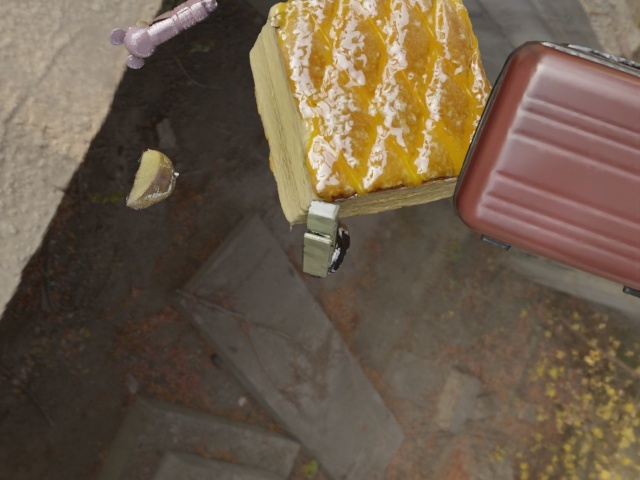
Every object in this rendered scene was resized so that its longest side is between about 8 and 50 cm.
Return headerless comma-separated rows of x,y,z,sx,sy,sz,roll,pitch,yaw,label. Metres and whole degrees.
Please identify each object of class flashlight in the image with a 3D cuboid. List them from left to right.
-0.154,-0.216,0.775,0.110,0.031,0.052,-29,141,2,flashlight

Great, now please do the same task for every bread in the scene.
0.070,-0.179,1.055,0.279,0.207,0.279,-14,83,-17,bread

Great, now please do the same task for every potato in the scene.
-0.377,-0.131,1.813,0.101,0.089,0.172,56,31,-42,potato

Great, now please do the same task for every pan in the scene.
0.020,-0.033,1.394,0.040,0.115,0.212,28,71,-34,pan

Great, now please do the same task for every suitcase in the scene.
0.316,-0.082,0.873,0.161,0.297,0.236,-64,173,-69,suitcase

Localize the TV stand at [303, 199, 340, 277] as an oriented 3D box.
0.000,0.000,1.015,0.249,0.036,0.042,96,12,-74,TV stand
